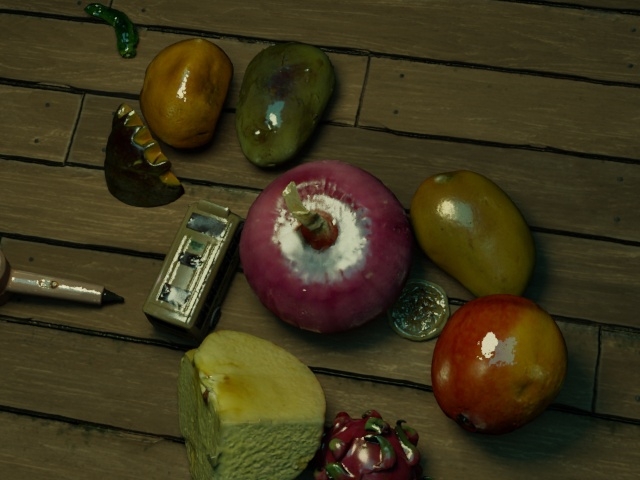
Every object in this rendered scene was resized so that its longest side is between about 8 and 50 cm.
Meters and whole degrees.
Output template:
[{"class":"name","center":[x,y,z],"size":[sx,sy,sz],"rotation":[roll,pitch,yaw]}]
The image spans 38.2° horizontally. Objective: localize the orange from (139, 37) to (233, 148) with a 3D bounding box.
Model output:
[{"class":"orange","center":[-0.299,-0.334,2.042],"size":[0.183,0.249,0.249],"rotation":[18,72,-8]}]

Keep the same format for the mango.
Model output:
[{"class":"mango","center":[0.323,-0.008,1.924],"size":[0.211,0.173,0.317],"rotation":[-36,78,-8]}]

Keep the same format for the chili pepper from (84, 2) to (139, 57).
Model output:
[{"class":"chili pepper","center":[-0.493,-0.518,2.233],"size":[0.073,0.050,0.182],"rotation":[-39,70,-2]}]

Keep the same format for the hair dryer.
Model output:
[{"class":"hair dryer","center":[-0.591,0.090,1.974],"size":[0.344,0.189,0.106],"rotation":[9,71,-8]}]

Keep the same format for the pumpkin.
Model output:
[{"class":"pumpkin","center":[-0.434,-0.185,2.068],"size":[0.149,0.130,0.254],"rotation":[-35,73,-8]}]

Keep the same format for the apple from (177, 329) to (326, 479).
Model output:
[{"class":"apple","center":[-0.161,0.329,1.801],"size":[0.314,0.252,0.309],"rotation":[-39,29,0]}]

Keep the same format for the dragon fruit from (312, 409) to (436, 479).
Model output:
[{"class":"dragon fruit","center":[0.109,0.453,1.778],"size":[0.218,0.198,0.273],"rotation":[-36,96,-20]}]

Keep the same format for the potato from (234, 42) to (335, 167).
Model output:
[{"class":"potato","center":[-0.088,-0.306,2.060],"size":[0.210,0.173,0.307],"rotation":[15,70,8]}]

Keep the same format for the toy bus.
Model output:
[{"class":"toy bus","center":[-0.259,0.057,1.951],"size":[0.139,0.157,0.289],"rotation":[21,74,11]}]

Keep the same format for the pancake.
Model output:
[{"class":"pancake","center":[0.208,0.146,1.953],"size":[0.139,0.022,0.139],"rotation":[-1,71,4]}]

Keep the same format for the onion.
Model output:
[{"class":"onion","center":[0.009,0.020,1.873],"size":[0.358,0.345,0.358],"rotation":[2,104,10]}]

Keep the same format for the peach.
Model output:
[{"class":"peach","center":[0.343,0.244,1.788],"size":[0.281,0.238,0.281],"rotation":[-13,62,25]}]
